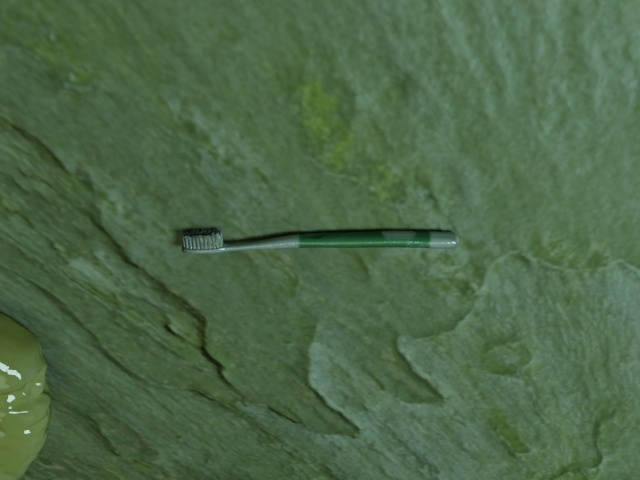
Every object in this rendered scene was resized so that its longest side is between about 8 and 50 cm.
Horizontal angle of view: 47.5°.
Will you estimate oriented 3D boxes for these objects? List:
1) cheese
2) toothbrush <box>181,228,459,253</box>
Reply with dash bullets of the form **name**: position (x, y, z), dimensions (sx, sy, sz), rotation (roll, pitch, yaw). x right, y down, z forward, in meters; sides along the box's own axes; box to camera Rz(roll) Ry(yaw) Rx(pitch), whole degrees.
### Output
- **cheese**: position (-0.380, 0.153, 0.710), dimensions (0.225, 0.117, 0.214), rotation (7, 115, -22)
- **toothbrush**: position (0.000, 0.000, 0.672), dimensions (0.257, 0.018, 0.024), rotation (0, 124, -2)
